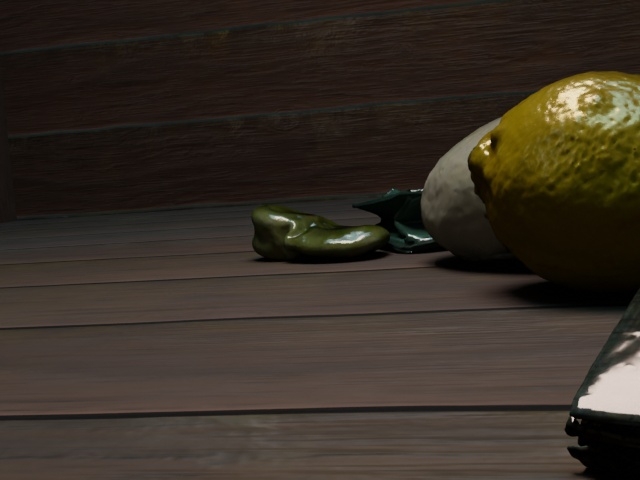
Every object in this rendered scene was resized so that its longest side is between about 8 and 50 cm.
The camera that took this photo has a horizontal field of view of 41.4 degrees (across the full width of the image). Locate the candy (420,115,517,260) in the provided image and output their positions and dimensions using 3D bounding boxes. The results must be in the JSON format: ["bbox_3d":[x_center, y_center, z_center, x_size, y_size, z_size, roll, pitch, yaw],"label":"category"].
[{"bbox_3d":[0.265,-0.070,1.018,0.295,0.185,0.295,-7,5,1],"label":"candy"}]

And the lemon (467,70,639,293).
[{"bbox_3d":[0.262,-0.051,0.777,0.260,0.204,0.204,13,12,22],"label":"lemon"}]

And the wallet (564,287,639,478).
[{"bbox_3d":[0.252,0.006,0.409,0.169,0.044,0.317,4,33,39],"label":"wallet"}]

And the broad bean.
[{"bbox_3d":[0.000,-0.003,1.215,0.206,0.072,0.153,11,14,23],"label":"broad bean"}]

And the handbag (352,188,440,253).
[{"bbox_3d":[0.232,-0.045,1.311,0.326,0.089,0.238,-6,4,-18],"label":"handbag"}]
